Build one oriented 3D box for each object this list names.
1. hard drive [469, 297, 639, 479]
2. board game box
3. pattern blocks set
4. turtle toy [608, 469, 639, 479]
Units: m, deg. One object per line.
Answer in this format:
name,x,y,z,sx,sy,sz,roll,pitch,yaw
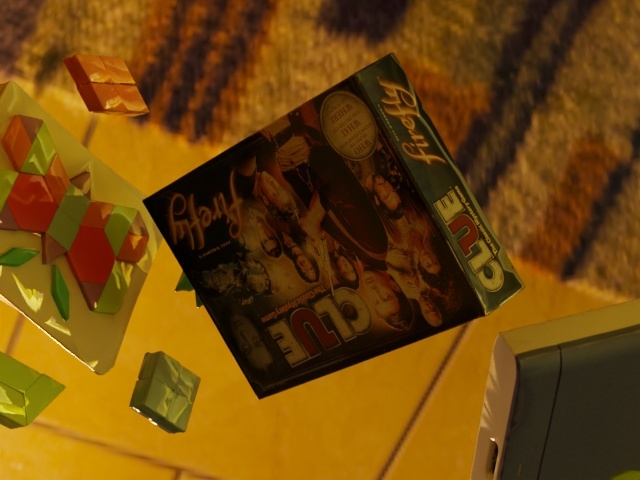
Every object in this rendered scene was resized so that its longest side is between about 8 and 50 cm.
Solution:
hard drive,0.262,0.114,1.139,0.319,0.040,0.210,-12,133,-18
board game box,0.000,0.000,1.043,0.243,0.042,0.165,-27,95,49
pattern blocks set,-0.182,-0.011,1.100,0.026,0.285,0.325,-12,151,39
turtle toy,0.185,0.148,0.798,0.066,0.130,0.095,31,79,-25
